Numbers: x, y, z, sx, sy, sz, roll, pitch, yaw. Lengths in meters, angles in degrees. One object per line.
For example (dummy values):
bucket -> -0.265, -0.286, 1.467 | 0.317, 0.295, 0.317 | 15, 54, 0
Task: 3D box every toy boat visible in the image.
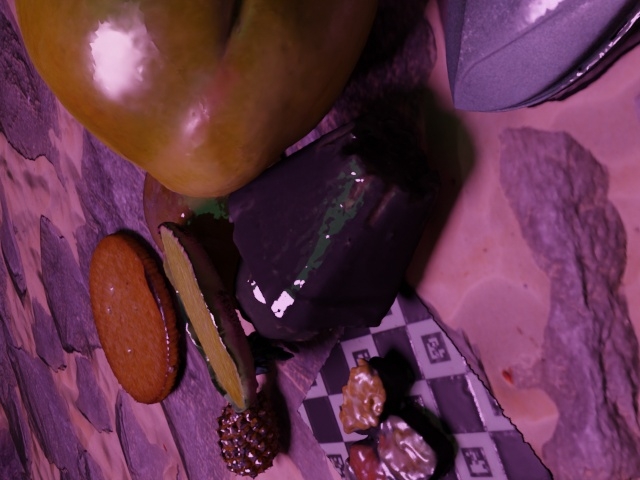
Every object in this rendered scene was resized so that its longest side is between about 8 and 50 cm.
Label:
toy boat -> 0.165, -0.198, 0.453 | 0.141, 0.092, 0.319 | 56, 145, 21

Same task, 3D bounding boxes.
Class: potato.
potato -> -0.136, -0.039, 0.859 | 0.239, 0.116, 0.299 | -48, 67, 42

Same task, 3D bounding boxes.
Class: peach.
peach -> -0.114, -0.208, 0.613 | 0.316, 0.282, 0.314 | 11, 77, 61

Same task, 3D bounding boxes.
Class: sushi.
sushi -> 0.075, 0.222, 0.725 | 0.294, 0.059, 0.292 | 53, 136, 26

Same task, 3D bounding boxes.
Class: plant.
plant -> 0.000, 0.000, 0.664 | 0.256, 0.142, 0.164 | -54, 51, 39

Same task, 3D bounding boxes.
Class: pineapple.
pineapple -> -0.089, 0.213, 0.901 | 0.103, 0.083, 0.221 | 16, 114, 41

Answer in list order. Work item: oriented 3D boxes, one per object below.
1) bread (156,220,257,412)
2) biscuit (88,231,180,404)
bread -> -0.123, 0.083, 0.770 | 0.228, 0.034, 0.228 | 52, 154, 38
biscuit -> -0.317, 0.132, 1.190 | 0.305, 0.038, 0.305 | 18, 114, 47
